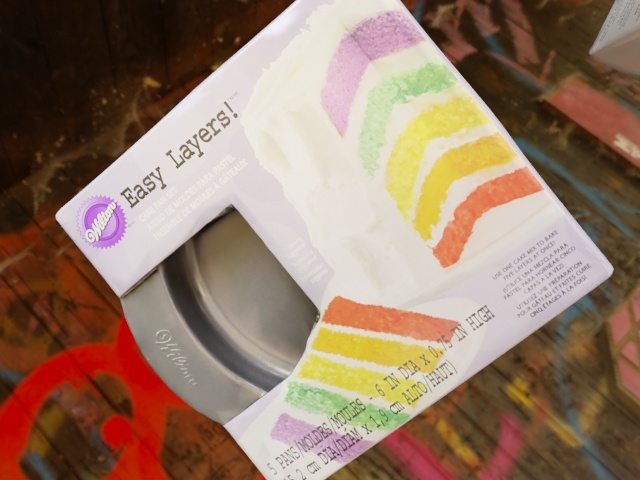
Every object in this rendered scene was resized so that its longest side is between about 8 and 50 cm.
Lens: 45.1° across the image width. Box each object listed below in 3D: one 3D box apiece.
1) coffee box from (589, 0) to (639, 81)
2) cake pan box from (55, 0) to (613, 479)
[{"bbox_3d":[0.444,-0.222,0.490,0.334,0.337,0.338,-77,13,-86],"label":"coffee box"},{"bbox_3d":[0.000,0.000,0.494,0.267,0.246,0.070,-37,0,13],"label":"cake pan box"}]
